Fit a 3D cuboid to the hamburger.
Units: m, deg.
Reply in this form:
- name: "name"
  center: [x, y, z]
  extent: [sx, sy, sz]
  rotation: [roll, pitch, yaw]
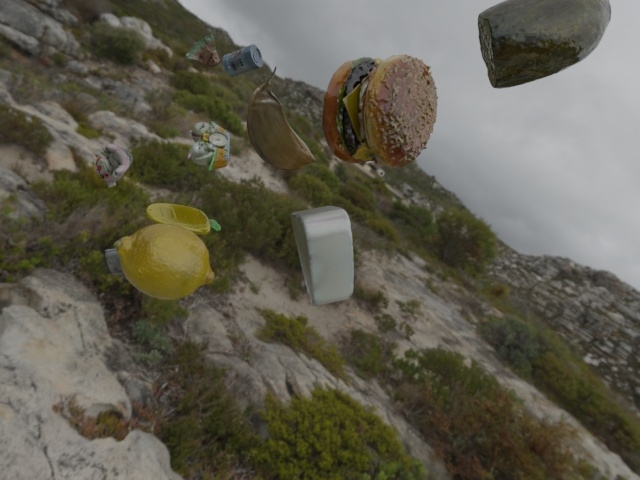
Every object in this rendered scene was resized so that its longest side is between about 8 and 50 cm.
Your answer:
- name: "hamburger"
  center: [0.157, -0.323, 1.025]
  extent: [0.225, 0.291, 0.291]
  rotation: [15, -5, 38]

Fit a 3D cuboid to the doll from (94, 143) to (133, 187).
- name: "doll"
  center: [-0.804, -0.298, 1.590]
  extent: [0.095, 0.192, 0.149]
  rotation: [-32, 101, -53]

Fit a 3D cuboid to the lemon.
- name: "lemon"
  center: [-0.379, 0.051, 1.013]
  extent: [0.244, 0.187, 0.187]
  rotation: [19, 12, -11]

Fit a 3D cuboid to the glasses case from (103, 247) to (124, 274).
- name: "glasses case"
  center: [-0.577, 0.053, 1.425]
  extent: [0.299, 0.114, 0.060]
  rotation: [-8, 48, -10]

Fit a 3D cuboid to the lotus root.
- name: "lotus root"
  center: [0.664, -0.617, 1.230]
  extent: [0.250, 0.345, 0.251]
  rotation: [-16, 90, -80]

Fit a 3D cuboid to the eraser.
- name: "eraser"
  center: [0.000, 0.000, 1.316]
  extent: [0.149, 0.332, 0.331]
  rotation: [-13, 22, -9]

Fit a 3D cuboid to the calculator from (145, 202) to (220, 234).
- name: "calculator"
  center: [-0.429, -0.068, 1.300]
  extent: [0.234, 0.032, 0.146]
  rotation: [9, 28, -36]

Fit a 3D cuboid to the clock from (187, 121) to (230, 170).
- name: "clock"
  center: [-0.407, -0.349, 1.498]
  extent: [0.144, 0.103, 0.231]
  rotation: [7, 55, -19]

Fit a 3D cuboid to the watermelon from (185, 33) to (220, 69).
- name: "watermelon"
  center: [-0.373, -0.576, 1.293]
  extent: [0.080, 0.101, 0.155]
  rotation: [64, -12, -23]

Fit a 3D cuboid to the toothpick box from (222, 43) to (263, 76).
- name: "toothpick box"
  center: [-0.348, -0.805, 1.840]
  extent: [0.153, 0.101, 0.101]
  rotation: [-9, -10, 24]

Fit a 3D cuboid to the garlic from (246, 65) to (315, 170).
- name: "garlic"
  center: [-0.143, -0.388, 1.339]
  extent: [0.196, 0.151, 0.339]
  rotation: [0, -49, 32]
